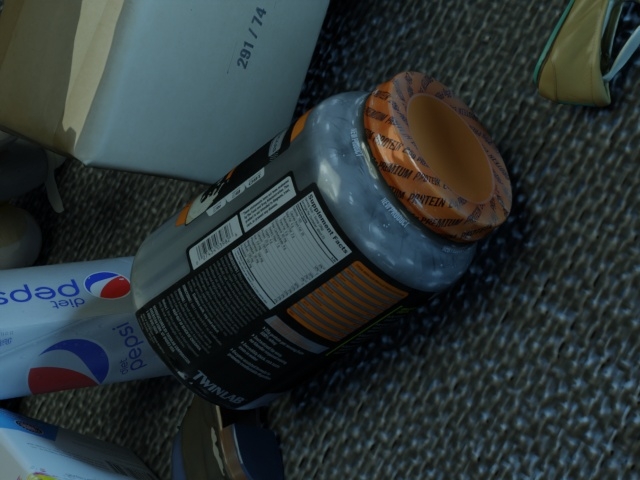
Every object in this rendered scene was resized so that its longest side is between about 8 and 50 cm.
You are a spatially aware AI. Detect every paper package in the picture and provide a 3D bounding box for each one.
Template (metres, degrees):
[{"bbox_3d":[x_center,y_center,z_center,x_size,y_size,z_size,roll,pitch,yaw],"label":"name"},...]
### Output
[{"bbox_3d":[-0.140,-0.222,1.510,0.168,0.309,0.324,22,97,29],"label":"paper package"}]

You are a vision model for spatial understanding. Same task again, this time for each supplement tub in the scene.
[{"bbox_3d":[0.000,0.000,1.384,0.316,0.194,0.193,-35,48,31],"label":"supplement tub"}]

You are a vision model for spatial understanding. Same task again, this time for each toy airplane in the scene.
[{"bbox_3d":[-0.445,-0.054,1.847,0.384,0.272,0.386,-38,12,12],"label":"toy airplane"}]

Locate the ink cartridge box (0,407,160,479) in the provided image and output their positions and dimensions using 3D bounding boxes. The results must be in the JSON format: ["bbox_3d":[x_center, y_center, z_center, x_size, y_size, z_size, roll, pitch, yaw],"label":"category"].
[{"bbox_3d":[-0.238,0.314,1.483,0.270,0.198,0.197,34,97,51],"label":"ink cartridge box"}]

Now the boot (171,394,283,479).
[{"bbox_3d":[-0.108,0.156,1.512,0.106,0.082,0.219,-34,51,29],"label":"boot"}]

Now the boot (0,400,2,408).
[{"bbox_3d":[-0.373,0.223,1.772,0.211,0.104,0.295,42,108,44],"label":"boot"}]

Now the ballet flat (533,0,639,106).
[{"bbox_3d":[0.252,-0.217,1.326,0.073,0.080,0.232,21,89,23],"label":"ballet flat"}]

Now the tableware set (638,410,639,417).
[{"bbox_3d":[0.286,0.167,1.116,0.141,0.020,0.168,-23,55,40],"label":"tableware set"}]

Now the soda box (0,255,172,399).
[{"bbox_3d":[-0.262,0.086,1.556,0.098,0.286,0.091,53,141,47],"label":"soda box"}]
